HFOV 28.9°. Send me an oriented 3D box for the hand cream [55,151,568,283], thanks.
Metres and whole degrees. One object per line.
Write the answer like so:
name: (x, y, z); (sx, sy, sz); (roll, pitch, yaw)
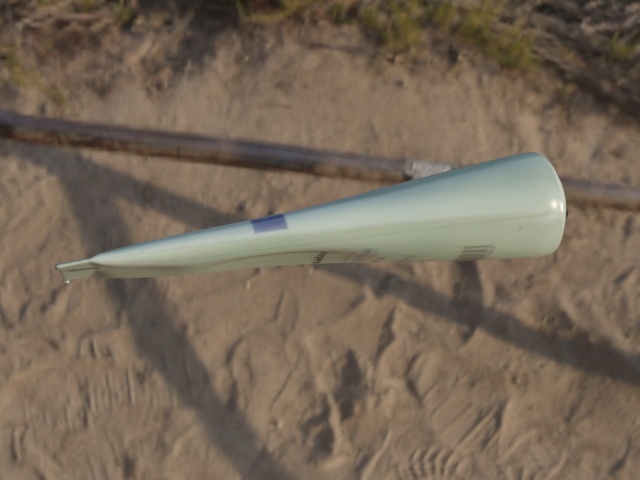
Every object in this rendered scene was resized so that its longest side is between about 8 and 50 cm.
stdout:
hand cream: (0.000, 0.000, 0.770); (0.320, 0.109, 0.067); (-10, 86, -10)
